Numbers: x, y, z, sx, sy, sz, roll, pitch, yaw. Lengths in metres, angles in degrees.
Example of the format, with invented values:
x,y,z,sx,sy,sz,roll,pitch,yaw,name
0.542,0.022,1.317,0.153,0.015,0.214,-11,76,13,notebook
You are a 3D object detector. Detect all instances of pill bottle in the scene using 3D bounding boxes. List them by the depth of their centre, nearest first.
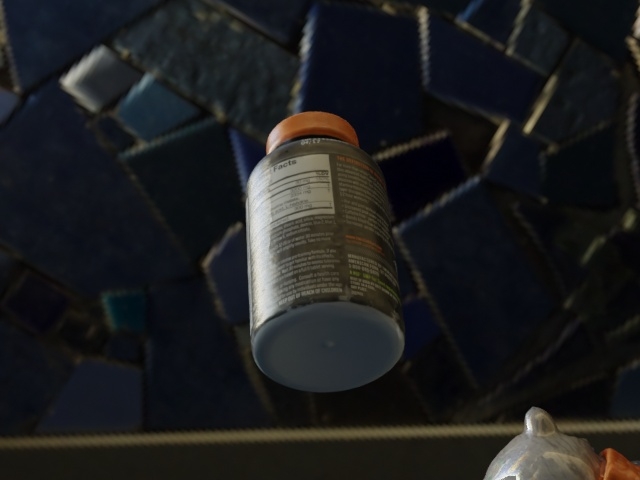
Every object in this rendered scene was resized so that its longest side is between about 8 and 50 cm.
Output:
x,y,z,sx,sy,sz,roll,pitch,yaw,name
0.000,0.000,1.222,0.130,0.130,0.246,29,-140,-33,pill bottle

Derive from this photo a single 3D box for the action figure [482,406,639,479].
x,y,z,sx,sy,sz,roll,pitch,yaw,name
0.235,0.202,0.823,0.330,0.178,0.341,32,-157,-8,action figure
